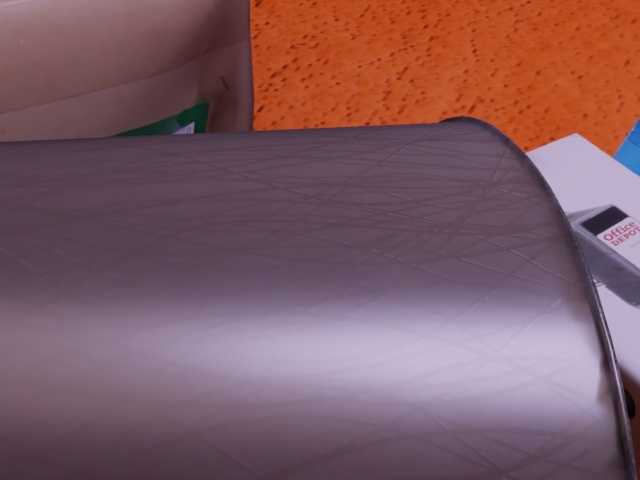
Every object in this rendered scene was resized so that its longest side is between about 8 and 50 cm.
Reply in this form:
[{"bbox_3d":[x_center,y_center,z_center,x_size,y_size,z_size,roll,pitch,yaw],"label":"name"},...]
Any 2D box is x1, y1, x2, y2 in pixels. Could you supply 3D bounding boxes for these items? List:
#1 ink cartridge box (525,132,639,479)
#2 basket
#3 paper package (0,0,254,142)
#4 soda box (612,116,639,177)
[{"bbox_3d":[0.087,0.048,0.443,0.056,0.099,0.135,-23,38,-21],"label":"ink cartridge box"},{"bbox_3d":[-0.073,0.048,0.376,0.227,0.154,0.204,1,20,-12],"label":"basket"},{"bbox_3d":[-0.211,-0.047,0.552,0.325,0.168,0.309,-14,37,-16],"label":"paper package"},{"bbox_3d":[0.159,-0.037,0.576,0.067,0.071,0.210,14,40,25],"label":"soda box"}]
